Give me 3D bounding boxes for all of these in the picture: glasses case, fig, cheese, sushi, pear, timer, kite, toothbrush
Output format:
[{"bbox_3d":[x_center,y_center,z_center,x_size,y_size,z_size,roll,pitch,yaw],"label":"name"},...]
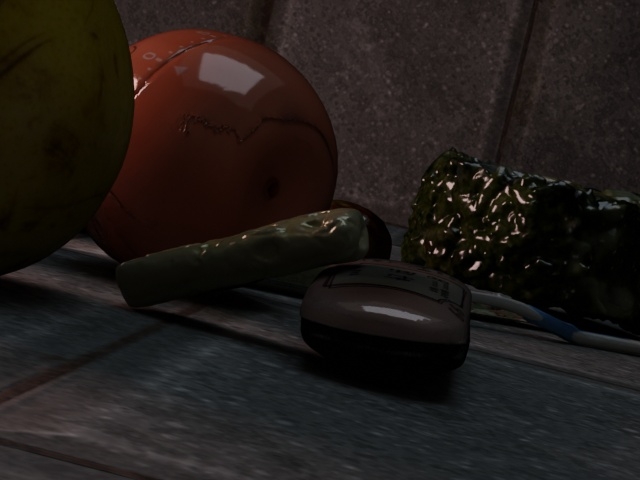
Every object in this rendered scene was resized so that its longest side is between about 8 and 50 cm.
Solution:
[{"bbox_3d":[0.055,0.056,1.202,0.122,0.075,0.314,8,3,6],"label":"glasses case"},{"bbox_3d":[0.000,0.000,1.686,0.154,0.103,0.109,22,-17,10],"label":"fig"},{"bbox_3d":[-0.059,0.013,1.169,0.194,0.043,0.065,-12,-2,18],"label":"cheese"},{"bbox_3d":[0.294,0.004,2.007,0.352,0.178,0.294,13,3,-38],"label":"sushi"},{"bbox_3d":[-0.265,-0.106,1.113,0.280,0.281,0.281,13,4,-1],"label":"pear"},{"bbox_3d":[-0.106,-0.071,1.390,0.215,0.230,0.229,21,8,42],"label":"timer"},{"bbox_3d":[0.134,0.068,1.833,0.323,0.013,0.268,15,5,12],"label":"kite"},{"bbox_3d":[0.260,0.090,1.727,0.386,0.040,0.040,12,4,-29],"label":"toothbrush"}]

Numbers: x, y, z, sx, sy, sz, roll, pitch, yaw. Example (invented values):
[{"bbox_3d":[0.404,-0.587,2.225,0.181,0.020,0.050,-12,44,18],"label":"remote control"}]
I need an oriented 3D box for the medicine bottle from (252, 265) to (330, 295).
[{"bbox_3d":[-0.080,0.012,1.541,0.231,0.059,0.059,12,4,-18],"label":"medicine bottle"}]
